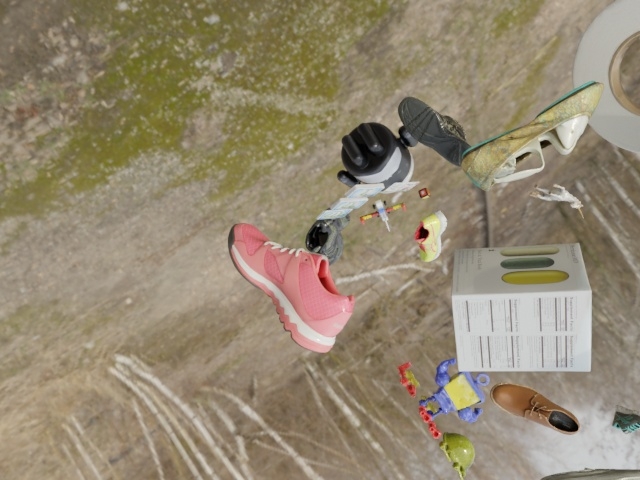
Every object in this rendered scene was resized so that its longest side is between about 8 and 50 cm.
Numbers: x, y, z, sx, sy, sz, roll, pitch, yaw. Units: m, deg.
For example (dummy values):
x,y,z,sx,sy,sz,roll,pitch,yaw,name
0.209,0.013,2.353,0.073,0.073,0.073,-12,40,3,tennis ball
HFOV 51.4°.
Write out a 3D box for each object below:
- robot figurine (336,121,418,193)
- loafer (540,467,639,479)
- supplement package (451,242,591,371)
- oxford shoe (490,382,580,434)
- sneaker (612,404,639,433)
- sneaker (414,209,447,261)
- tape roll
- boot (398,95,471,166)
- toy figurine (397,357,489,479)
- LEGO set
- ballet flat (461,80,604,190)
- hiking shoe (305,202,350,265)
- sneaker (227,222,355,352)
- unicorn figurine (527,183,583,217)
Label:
x,y,z,sx,sy,sz,roll,pitch,yaw,name
0.166,-0.243,1.952,0.209,0.173,0.278,4,169,29,robot figurine
0.780,0.683,1.871,0.320,0.111,0.111,-4,-157,-6,loafer
0.419,0.140,1.405,0.263,0.197,0.199,-3,-153,15,supplement package
0.500,0.387,1.541,0.076,0.212,0.076,45,66,-78,oxford shoe
0.934,0.547,1.989,0.166,0.065,0.076,141,-26,-81,sneaker
0.337,-0.007,2.136,0.094,0.081,0.208,-21,138,-23,sneaker
0.794,-0.398,1.559,0.072,0.392,0.392,-27,163,-45,tape roll
0.299,-0.300,1.745,0.085,0.236,0.178,-48,-170,23,boot
0.404,0.470,1.905,0.217,0.362,0.191,-33,174,7,toy figurine
0.137,-0.076,1.534,0.244,0.060,0.182,-6,162,-34,LEGO set
0.479,-0.216,1.450,0.349,0.123,0.123,-29,166,4,ballet flat
0.000,0.000,1.708,0.114,0.086,0.226,-29,150,-29,hiking shoe
-0.047,0.057,1.245,0.136,0.314,0.116,-50,154,17,sneaker
0.724,-0.135,2.033,0.111,0.162,0.060,20,99,-31,unicorn figurine
